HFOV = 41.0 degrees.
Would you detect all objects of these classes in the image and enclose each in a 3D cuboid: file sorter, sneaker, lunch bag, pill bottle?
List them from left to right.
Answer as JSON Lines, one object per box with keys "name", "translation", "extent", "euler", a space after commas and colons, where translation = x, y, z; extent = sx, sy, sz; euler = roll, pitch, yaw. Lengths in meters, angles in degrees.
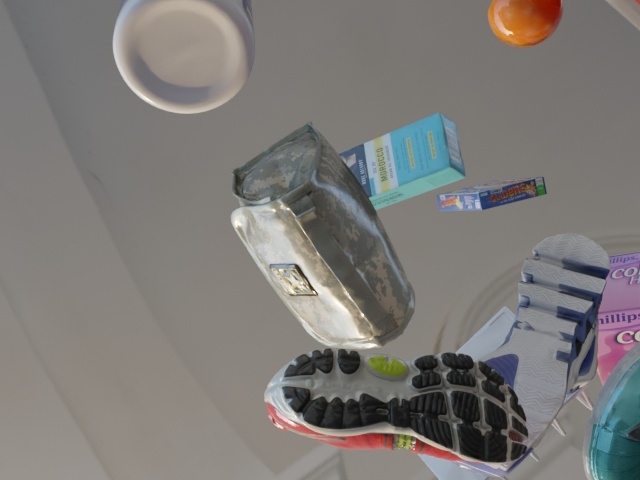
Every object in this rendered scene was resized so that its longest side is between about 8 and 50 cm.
{"name": "pill bottle", "translation": [-0.156, -0.272, 1.013], "extent": [0.153, 0.264, 0.153], "euler": [-3, -55, -4]}
{"name": "lunch bag", "translation": [0.000, 0.000, 1.126], "extent": [0.169, 0.287, 0.235], "euler": [-33, -72, 4]}
{"name": "sneaker", "translation": [0.077, 0.172, 0.878], "extent": [0.279, 0.118, 0.107], "euler": [14, -119, -14]}
{"name": "file sorter", "translation": [0.300, 0.296, 1.457], "extent": [0.278, 0.193, 0.173], "euler": [-44, -38, 0]}
{"name": "sneaker", "translation": [0.277, 0.165, 1.068], "extent": [0.315, 0.127, 0.182], "euler": [-56, -36, -20]}
{"name": "sneaker", "translation": [0.366, 0.124, 0.775], "extent": [0.108, 0.121, 0.302], "euler": [43, -94, -19]}

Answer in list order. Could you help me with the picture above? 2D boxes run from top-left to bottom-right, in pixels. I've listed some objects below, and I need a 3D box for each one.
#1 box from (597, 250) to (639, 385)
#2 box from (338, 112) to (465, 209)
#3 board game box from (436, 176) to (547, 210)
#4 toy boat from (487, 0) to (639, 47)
{"name": "box", "translation": [0.522, 0.136, 1.289], "extent": [0.243, 0.214, 0.117], "euler": [60, -148, -34]}
{"name": "box", "translation": [0.110, -0.116, 1.404], "extent": [0.060, 0.244, 0.100], "euler": [20, -124, -53]}
{"name": "board game box", "translation": [0.324, -0.088, 1.646], "extent": [0.136, 0.201, 0.035], "euler": [-14, -85, -14]}
{"name": "toy boat", "translation": [0.192, -0.218, 0.672], "extent": [0.151, 0.231, 0.151], "euler": [26, -60, -32]}
